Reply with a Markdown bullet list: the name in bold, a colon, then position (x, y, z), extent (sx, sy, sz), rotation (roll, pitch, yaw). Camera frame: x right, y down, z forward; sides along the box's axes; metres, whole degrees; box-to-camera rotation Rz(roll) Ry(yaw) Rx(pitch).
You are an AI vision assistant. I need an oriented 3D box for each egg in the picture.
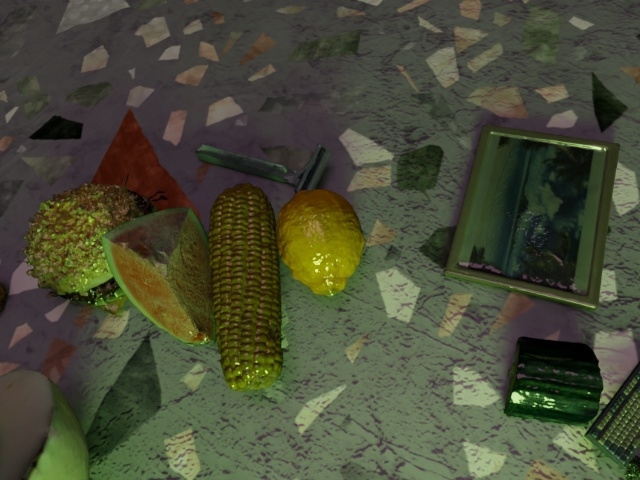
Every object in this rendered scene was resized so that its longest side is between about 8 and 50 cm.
- **egg**: position (-0.428, 0.353, 0.669), extent (0.337, 0.201, 0.337), rotation (-19, 41, 18)

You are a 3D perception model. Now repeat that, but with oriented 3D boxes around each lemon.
- **lemon**: position (0.000, 0.000, 0.810), extent (0.142, 0.142, 0.187), rotation (-15, 72, 2)

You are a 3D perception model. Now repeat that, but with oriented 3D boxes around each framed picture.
- **framed picture**: position (0.358, -0.054, 0.838), extent (0.232, 0.024, 0.315), rotation (13, 64, 18)

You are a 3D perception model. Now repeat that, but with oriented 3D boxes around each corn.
- **corn**: position (-0.123, 0.061, 0.812), extent (0.120, 0.120, 0.363), rotation (-10, 59, 5)

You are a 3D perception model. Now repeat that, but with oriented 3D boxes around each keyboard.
- **keyboard**: position (0.420, 0.218, 0.663), extent (0.176, 0.014, 0.055), rotation (-35, 64, -25)

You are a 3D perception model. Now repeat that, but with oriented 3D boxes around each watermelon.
- **watermelon**: position (-0.235, 0.049, 0.832), extent (0.128, 0.231, 0.146), rotation (-2, 34, 33)

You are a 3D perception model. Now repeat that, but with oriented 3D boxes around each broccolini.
- **broccolini**: position (0.472, 0.319, 0.610), extent (0.194, 0.054, 0.052), rotation (26, 51, 20)

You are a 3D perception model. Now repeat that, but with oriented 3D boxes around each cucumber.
- **cucumber**: position (0.320, 0.189, 0.696), extent (0.115, 0.062, 0.117), rotation (7, 65, 10)

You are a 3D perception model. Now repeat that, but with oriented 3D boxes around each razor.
- **razor**: position (-0.121, -0.146, 0.969), extent (0.277, 0.056, 0.111), rotation (14, 67, 25)

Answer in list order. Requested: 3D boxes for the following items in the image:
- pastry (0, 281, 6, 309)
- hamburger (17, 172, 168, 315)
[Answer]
- **pastry**: position (-0.654, 0.091, 0.934), extent (0.140, 0.056, 0.080), rotation (7, 75, 12)
- **hamburger**: position (-0.400, -0.009, 0.892), extent (0.243, 0.139, 0.262), rotation (20, 68, 19)
